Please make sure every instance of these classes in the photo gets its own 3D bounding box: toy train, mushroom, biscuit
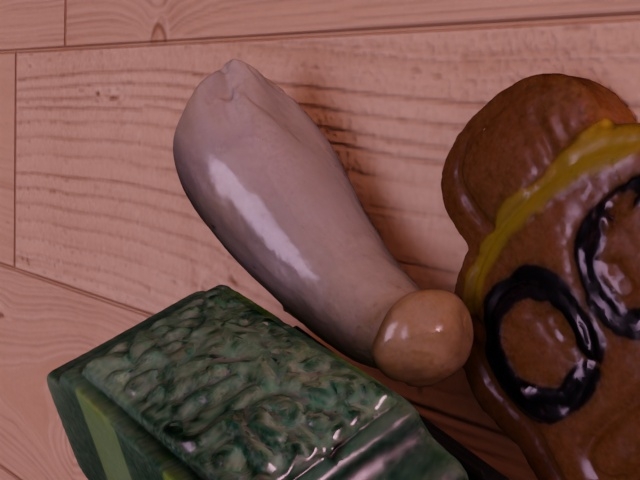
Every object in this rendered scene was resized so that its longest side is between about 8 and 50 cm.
[{"bbox_3d":[-0.034,0.164,0.591,0.299,0.166,0.238,27,137,43],"label":"toy train"},{"bbox_3d":[0.000,0.000,0.633,0.270,0.103,0.118,47,162,29],"label":"mushroom"},{"bbox_3d":[0.152,0.043,0.511,0.208,0.041,0.290,-49,57,40],"label":"biscuit"}]

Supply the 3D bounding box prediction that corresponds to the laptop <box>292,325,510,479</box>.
[{"bbox_3d":[0.051,0.142,0.600,0.197,0.016,0.135,30,148,44],"label":"laptop"}]
